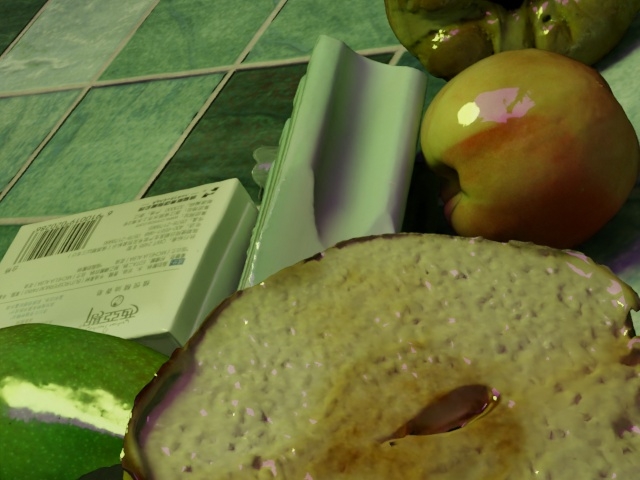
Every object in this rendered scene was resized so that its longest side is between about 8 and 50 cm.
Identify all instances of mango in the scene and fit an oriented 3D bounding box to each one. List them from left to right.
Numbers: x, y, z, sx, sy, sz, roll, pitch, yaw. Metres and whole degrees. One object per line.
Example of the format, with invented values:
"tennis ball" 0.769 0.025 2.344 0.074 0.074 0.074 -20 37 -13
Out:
"mango" -0.187 0.173 1.447 0.382 0.225 0.201 4 52 42

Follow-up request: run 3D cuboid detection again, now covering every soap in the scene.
"soap" 0.000 0.000 1.530 0.115 0.208 0.347 17 42 -3

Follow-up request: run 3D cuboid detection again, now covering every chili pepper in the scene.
"chili pepper" 0.080 0.007 1.602 0.052 0.050 0.201 -5 41 13

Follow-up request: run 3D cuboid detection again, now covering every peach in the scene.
"peach" 0.179 -0.073 1.502 0.184 0.184 0.184 -23 33 16

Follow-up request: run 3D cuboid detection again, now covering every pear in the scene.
"pear" 0.060 0.178 1.206 0.386 0.191 0.340 -16 52 -17

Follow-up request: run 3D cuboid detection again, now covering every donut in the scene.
"donut" 0.187 -0.254 1.715 0.261 0.208 0.128 -20 18 -4

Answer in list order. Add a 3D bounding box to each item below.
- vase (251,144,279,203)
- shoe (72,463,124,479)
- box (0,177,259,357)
"vase" 0.016 -0.072 1.746 0.149 0.081 0.081 -13 37 23
"shoe" -0.228 0.337 1.253 0.384 0.237 0.171 -27 17 -13
"box" -0.192 0.069 1.696 0.274 0.116 0.203 -12 38 30
